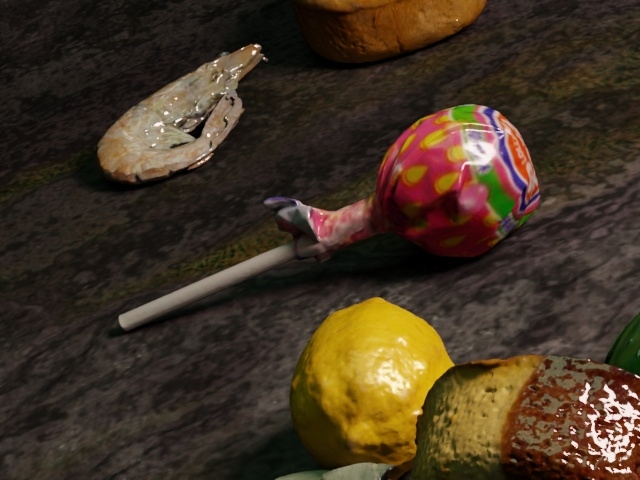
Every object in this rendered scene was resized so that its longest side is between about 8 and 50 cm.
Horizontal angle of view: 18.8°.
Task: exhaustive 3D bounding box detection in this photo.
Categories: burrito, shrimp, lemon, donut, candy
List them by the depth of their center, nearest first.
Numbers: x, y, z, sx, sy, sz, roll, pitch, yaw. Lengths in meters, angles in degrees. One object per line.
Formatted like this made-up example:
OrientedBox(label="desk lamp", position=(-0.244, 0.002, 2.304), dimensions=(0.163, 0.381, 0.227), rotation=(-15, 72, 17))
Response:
OrientedBox(label="donut", position=(0.134, 0.147, 1.175), dimensions=(0.217, 0.141, 0.085), rotation=(-4, 38, 34))
OrientedBox(label="burrito", position=(0.001, 0.180, 1.267), dimensions=(0.118, 0.044, 0.074), rotation=(-4, 55, 48))
OrientedBox(label="lemon", position=(0.037, 0.100, 1.320), dimensions=(0.114, 0.114, 0.155), rotation=(-9, 24, 17))
OrientedBox(label="candy", position=(0.000, 0.000, 1.563), dimensions=(0.365, 0.124, 0.124), rotation=(-23, 26, 14))
OrientedBox(label="shrimp", position=(-0.122, -0.122, 1.887), dimensions=(0.126, 0.047, 0.223), rotation=(22, 53, 42))
OrientedBox(label="donut", position=(0.070, -0.270, 1.962), dimensions=(0.227, 0.114, 0.226), rotation=(-14, 29, 8))

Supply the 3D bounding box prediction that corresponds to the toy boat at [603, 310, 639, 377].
OrientedBox(label="toy boat", position=(0.265, 0.057, 1.328), dimensions=(0.104, 0.052, 0.210), rotation=(12, 42, 40))
